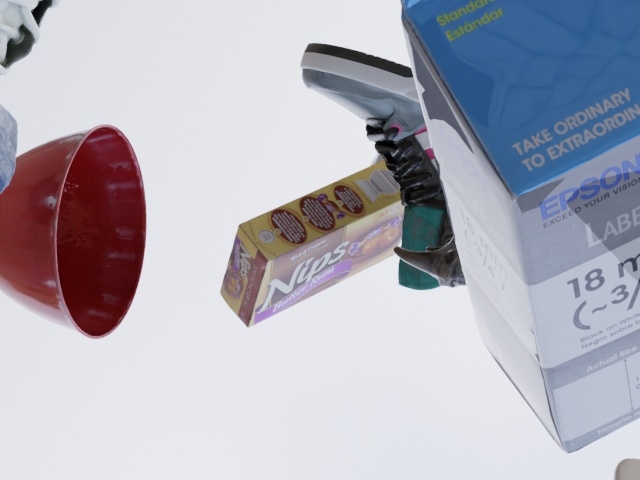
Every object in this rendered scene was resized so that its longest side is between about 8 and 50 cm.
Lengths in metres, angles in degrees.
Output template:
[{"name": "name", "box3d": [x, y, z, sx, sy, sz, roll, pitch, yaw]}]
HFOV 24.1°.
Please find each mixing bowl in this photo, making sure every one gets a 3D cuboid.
[{"name": "mixing bowl", "box3d": [-0.227, -0.009, 1.275, 0.098, 0.181, 0.181, 2, -117, 17]}]

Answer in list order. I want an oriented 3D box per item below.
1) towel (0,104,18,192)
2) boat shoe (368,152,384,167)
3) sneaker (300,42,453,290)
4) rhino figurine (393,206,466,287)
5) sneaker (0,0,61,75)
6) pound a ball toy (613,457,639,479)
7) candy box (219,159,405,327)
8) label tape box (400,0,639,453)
[{"name": "towel", "box3d": [-0.209, -0.085, 0.853, 0.029, 0.119, 0.067, -20, -139, 7]}, {"name": "boat shoe", "box3d": [0.147, -0.113, 1.654, 0.156, 0.135, 0.367, -59, -178, 6]}, {"name": "sneaker", "box3d": [0.092, -0.048, 1.351, 0.124, 0.295, 0.178, -152, -94, -81]}, {"name": "rhino figurine", "box3d": [0.169, 0.011, 1.004, 0.243, 0.073, 0.106, 0, -153, -4]}, {"name": "sneaker", "box3d": [-0.208, -0.224, 1.147, 0.169, 0.257, 0.448, 114, -14, -77]}, {"name": "pound a ball toy", "box3d": [0.265, 0.330, 1.218, 0.208, 0.135, 0.319, 115, -16, -48]}, {"name": "candy box", "box3d": [0.000, 0.000, 1.421, 0.053, 0.186, 0.109, 49, -34, 22]}, {"name": "label tape box", "box3d": [0.182, -0.066, 0.757, 0.240, 0.334, 0.106, -26, -133, -6]}]
